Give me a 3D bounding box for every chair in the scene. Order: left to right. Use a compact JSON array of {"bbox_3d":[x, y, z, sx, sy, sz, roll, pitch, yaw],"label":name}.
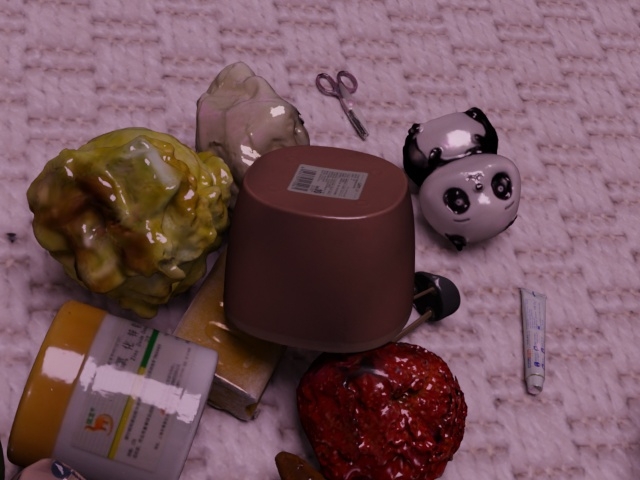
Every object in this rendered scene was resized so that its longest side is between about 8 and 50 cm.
[{"bbox_3d":[0.120,0.117,1.894,0.222,0.104,0.095,-21,46,-28],"label":"chair"}]

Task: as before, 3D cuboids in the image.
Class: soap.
[{"bbox_3d":[-0.124,0.132,1.801,0.173,0.089,0.274,25,49,2],"label":"soap"}]

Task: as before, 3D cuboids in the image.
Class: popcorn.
[{"bbox_3d":[-0.285,-0.028,1.736,0.312,0.312,0.312,9,52,-12],"label":"popcorn"}]

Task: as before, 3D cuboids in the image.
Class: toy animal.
[{"bbox_3d":[0.260,-0.107,2.058,0.187,0.165,0.235,-17,58,-3],"label":"toy animal"}]

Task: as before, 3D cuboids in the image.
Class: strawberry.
[{"bbox_3d":[0.093,0.246,1.702,0.274,0.220,0.274,7,51,-9],"label":"strawberry"}]

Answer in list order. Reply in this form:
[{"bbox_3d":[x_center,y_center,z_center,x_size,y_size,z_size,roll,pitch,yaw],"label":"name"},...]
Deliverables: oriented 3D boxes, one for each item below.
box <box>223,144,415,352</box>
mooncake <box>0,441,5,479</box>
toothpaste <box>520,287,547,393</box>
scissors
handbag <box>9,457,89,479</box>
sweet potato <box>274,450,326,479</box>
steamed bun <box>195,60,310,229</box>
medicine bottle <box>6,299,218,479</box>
[{"bbox_3d":[0.000,0.000,1.690,0.301,0.216,0.301,1,30,0],"label":"box"},{"bbox_3d":[-0.552,0.229,1.412,0.351,0.351,0.187,45,50,17],"label":"mooncake"},{"bbox_3d":[0.372,0.170,1.975,0.052,0.033,0.218,18,48,-10],"label":"toothpaste"},{"bbox_3d":[0.056,-0.265,2.203,0.085,0.022,0.176,-10,55,-26],"label":"scissors"},{"bbox_3d":[-0.348,0.404,1.417,0.190,0.251,0.193,39,57,-10],"label":"handbag"},{"bbox_3d":[0.019,0.461,1.587,0.112,0.112,0.359,-3,52,-21],"label":"sweet potato"},{"bbox_3d":[-0.129,-0.125,1.907,0.207,0.268,0.280,-31,42,-11],"label":"steamed bun"},{"bbox_3d":[-0.283,0.227,1.577,0.232,0.238,0.238,19,51,-5],"label":"medicine bottle"}]
